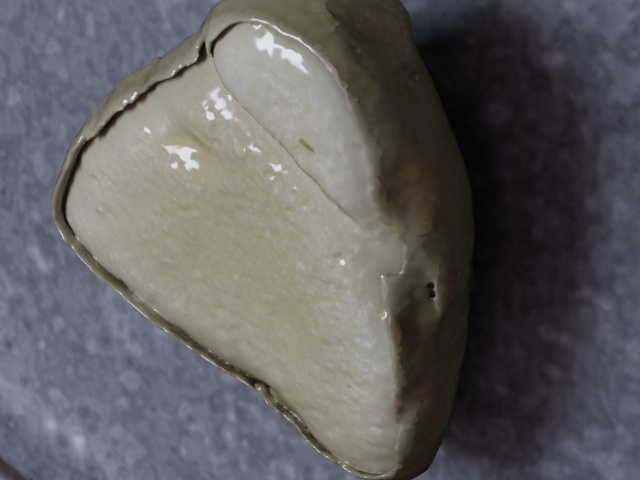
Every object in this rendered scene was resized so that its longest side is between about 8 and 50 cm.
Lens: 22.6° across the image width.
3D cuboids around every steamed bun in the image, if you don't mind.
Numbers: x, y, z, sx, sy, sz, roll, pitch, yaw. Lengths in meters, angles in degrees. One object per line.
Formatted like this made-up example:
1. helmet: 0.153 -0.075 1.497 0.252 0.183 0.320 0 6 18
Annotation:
1. steamed bun: 0.000 -0.025 0.726 0.231 0.110 0.212 39 136 12
